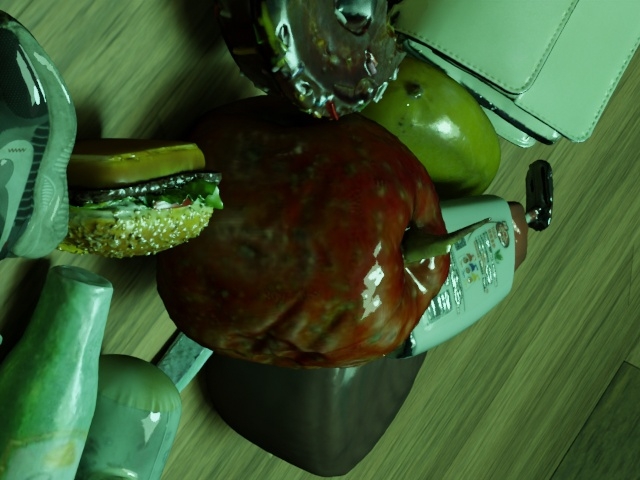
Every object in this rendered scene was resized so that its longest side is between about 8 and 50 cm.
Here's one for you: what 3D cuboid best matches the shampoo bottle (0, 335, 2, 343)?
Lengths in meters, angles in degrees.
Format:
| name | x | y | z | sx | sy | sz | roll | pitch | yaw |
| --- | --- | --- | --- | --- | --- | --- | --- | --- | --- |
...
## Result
| name | x | y | z | sx | sy | sz | roll | pitch | yaw |
| --- | --- | --- | --- | --- | --- | --- | --- | --- | --- |
| shampoo bottle | -0.319 | 0.139 | 1.348 | 0.204 | 0.065 | 0.065 | -57 | 159 | -15 |

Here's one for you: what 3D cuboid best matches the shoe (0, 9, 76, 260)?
| name | x | y | z | sx | sy | sz | roll | pitch | yaw |
| --- | --- | --- | --- | --- | --- | --- | --- | --- | --- |
| shoe | -0.238 | -0.055 | 1.258 | 0.112 | 0.099 | 0.227 | -40 | 151 | -32 |

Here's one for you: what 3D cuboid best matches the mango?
| name | x | y | z | sx | sy | sz | roll | pitch | yaw |
| --- | --- | --- | --- | --- | --- | --- | --- | --- | --- |
| mango | 0.104 | -0.101 | 1.880 | 0.251 | 0.156 | 0.114 | 43 | 43 | -48 |

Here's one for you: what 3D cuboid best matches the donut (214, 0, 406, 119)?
| name | x | y | z | sx | sy | sz | roll | pitch | yaw |
| --- | --- | --- | --- | --- | --- | --- | --- | --- | --- |
| donut | -0.010 | -0.216 | 1.523 | 0.216 | 0.096 | 0.230 | -30 | 123 | -48 |

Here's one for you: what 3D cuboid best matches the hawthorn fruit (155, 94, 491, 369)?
| name | x | y | z | sx | sy | sz | roll | pitch | yaw |
| --- | --- | --- | --- | --- | --- | --- | --- | --- | --- |
| hawthorn fruit | -0.021 | -0.002 | 1.602 | 0.258 | 0.262 | 0.258 | -43 | 162 | -18 |

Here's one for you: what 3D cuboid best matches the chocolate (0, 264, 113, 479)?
| name | x | y | z | sx | sy | sz | roll | pitch | yaw |
| --- | --- | --- | --- | --- | --- | --- | --- | --- | --- |
| chocolate | -0.240 | 0.160 | 1.509 | 0.110 | 0.110 | 0.291 | -9 | 122 | -65 |

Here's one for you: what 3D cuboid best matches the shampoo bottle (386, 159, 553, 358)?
| name | x | y | z | sx | sy | sz | roll | pitch | yaw |
| --- | --- | --- | --- | --- | --- | --- | --- | --- | --- |
| shampoo bottle | 0.143 | 0.005 | 1.826 | 0.284 | 0.071 | 0.153 | -26 | 108 | -44 |

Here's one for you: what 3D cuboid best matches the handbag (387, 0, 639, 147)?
| name | x | y | z | sx | sy | sz | roll | pitch | yaw |
| --- | --- | --- | --- | --- | --- | --- | --- | --- | --- |
| handbag | 0.240 | -0.303 | 1.892 | 0.358 | 0.236 | 0.160 | -60 | -166 | -8 |

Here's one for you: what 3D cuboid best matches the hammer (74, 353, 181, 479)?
| name | x | y | z | sx | sy | sz | roll | pitch | yaw |
| --- | --- | --- | --- | --- | --- | --- | --- | --- | --- |
| hammer | -0.174 | 0.237 | 1.548 | 0.305 | 0.113 | 0.202 | -122 | -132 | -64 |

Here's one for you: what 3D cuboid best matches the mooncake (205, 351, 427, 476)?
| name | x | y | z | sx | sy | sz | roll | pitch | yaw |
| --- | --- | --- | --- | --- | --- | --- | --- | --- | --- |
| mooncake | 0.020 | 0.094 | 1.944 | 0.334 | 0.174 | 0.326 | -28 | 138 | -55 |

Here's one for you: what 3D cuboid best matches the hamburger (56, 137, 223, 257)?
| name | x | y | z | sx | sy | sz | roll | pitch | yaw |
| --- | --- | --- | --- | --- | --- | --- | --- | --- | --- |
| hamburger | -0.156 | -0.031 | 1.411 | 0.166 | 0.137 | 0.087 | -13 | 105 | -57 |

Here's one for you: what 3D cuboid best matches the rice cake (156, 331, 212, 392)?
| name | x | y | z | sx | sy | sz | roll | pitch | yaw |
| --- | --- | --- | --- | --- | --- | --- | --- | --- | --- |
| rice cake | -0.166 | 0.156 | 1.764 | 0.211 | 0.034 | 0.043 | -52 | 166 | -27 |
